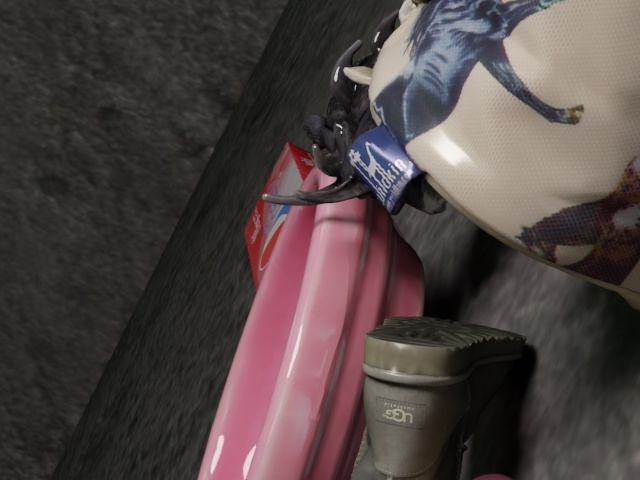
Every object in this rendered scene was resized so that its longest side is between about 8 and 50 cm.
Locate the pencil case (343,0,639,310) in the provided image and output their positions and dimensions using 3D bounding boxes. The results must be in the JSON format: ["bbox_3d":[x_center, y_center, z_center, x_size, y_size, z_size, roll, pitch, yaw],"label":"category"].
[{"bbox_3d":[0.164,-0.177,0.823,0.410,0.183,0.160,-61,-13,24],"label":"pencil case"}]

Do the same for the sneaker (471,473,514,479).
[{"bbox_3d":[0.057,0.152,0.886,0.069,0.084,0.185,-62,11,21],"label":"sneaker"}]

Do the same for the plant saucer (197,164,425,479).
[{"bbox_3d":[-0.012,0.117,1.249,0.332,0.084,0.332,-163,90,-84],"label":"plant saucer"}]

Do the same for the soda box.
[{"bbox_3d":[0.000,0.000,1.547,0.092,0.083,0.263,-64,11,9],"label":"soda box"}]

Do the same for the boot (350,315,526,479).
[{"bbox_3d":[0.045,0.147,1.018,0.189,0.076,0.208,-6,-78,-67],"label":"boot"}]

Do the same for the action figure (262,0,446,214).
[{"bbox_3d":[0.094,-0.097,1.150,0.276,0.141,0.164,-52,9,-15],"label":"action figure"}]
